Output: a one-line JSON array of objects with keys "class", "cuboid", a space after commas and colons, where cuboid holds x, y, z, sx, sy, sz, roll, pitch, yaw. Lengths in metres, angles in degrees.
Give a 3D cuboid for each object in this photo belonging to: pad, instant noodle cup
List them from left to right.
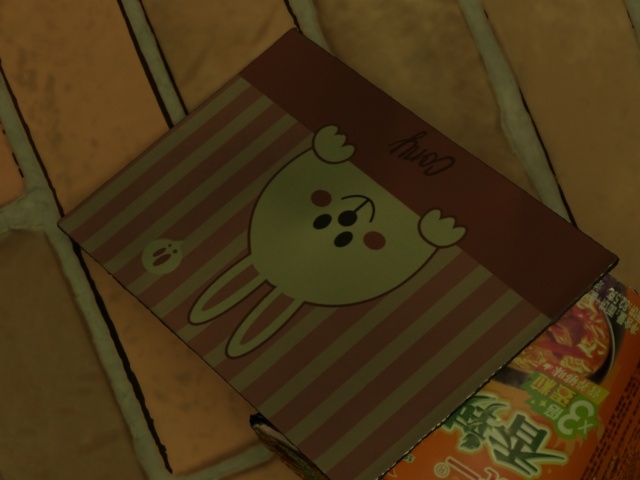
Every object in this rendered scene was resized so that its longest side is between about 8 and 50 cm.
[{"class": "pad", "cuboid": [0.000, 0.000, 1.113, 0.202, 0.005, 0.300, -40, 50, -12]}, {"class": "instant noodle cup", "cuboid": [0.100, 0.101, 1.132, 0.230, 0.230, 0.182, 36, 80, -2]}]
